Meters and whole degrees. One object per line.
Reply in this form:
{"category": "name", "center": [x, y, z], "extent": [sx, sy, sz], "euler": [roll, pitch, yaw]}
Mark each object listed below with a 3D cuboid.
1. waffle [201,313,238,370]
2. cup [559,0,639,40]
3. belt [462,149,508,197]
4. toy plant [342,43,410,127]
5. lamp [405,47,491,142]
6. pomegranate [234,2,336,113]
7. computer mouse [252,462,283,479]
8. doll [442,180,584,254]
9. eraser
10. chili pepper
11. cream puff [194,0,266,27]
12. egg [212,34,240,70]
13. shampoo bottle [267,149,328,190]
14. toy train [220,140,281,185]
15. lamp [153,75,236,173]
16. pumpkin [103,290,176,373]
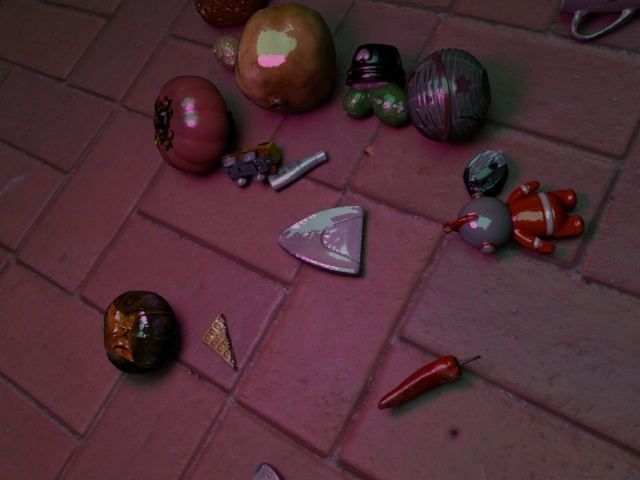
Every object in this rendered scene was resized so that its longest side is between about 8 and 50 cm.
{"category": "waffle", "center": [-0.258, 0.281, 1.568], "extent": [0.153, 0.023, 0.097], "euler": [34, 82, 29]}
{"category": "cup", "center": [0.799, -0.685, 1.572], "extent": [0.234, 0.186, 0.258], "euler": [13, 101, 15]}
{"category": "belt", "center": [0.443, -0.175, 1.515], "extent": [0.105, 0.058, 0.140], "euler": [30, 83, 33]}
{"category": "toy plant", "center": [0.171, -0.454, 1.679], "extent": [0.218, 0.175, 0.235], "euler": [5, 97, 28]}
{"category": "lamp", "center": [0.344, -0.393, 1.550], "extent": [0.233, 0.233, 0.265], "euler": [-9, 83, 15]}
{"category": "pomegranate", "center": [-0.102, -0.542, 1.715], "extent": [0.332, 0.332, 0.332], "euler": [-7, 65, 16]}
{"category": "computer mouse", "center": [-0.123, 0.591, 1.378], "extent": [0.066, 0.039, 0.096], "euler": [-45, 54, -5]}
{"category": "doll", "center": [0.478, -0.049, 1.428], "extent": [0.336, 0.105, 0.199], "euler": [-8, 66, 7]}
{"category": "eraser", "center": [0.000, 0.000, 1.584], "extent": [0.243, 0.059, 0.204], "euler": [0, 68, 15]}
{"category": "chili pepper", "center": [0.256, 0.331, 1.346], "extent": [0.272, 0.071, 0.063], "euler": [-29, 57, 7]}
{"category": "cream puff", "center": [-0.328, -0.925, 2.018], "extent": [0.303, 0.212, 0.303], "euler": [-9, 60, 15]}
{"category": "egg", "center": [-0.309, -0.645, 1.943], "extent": [0.118, 0.116, 0.140], "euler": [-33, 55, -24]}
{"category": "shampoo bottle", "center": [-0.069, -0.219, 1.714], "extent": [0.191, 0.041, 0.069], "euler": [-27, 49, 5]}
{"category": "toy train", "center": [-0.212, -0.242, 1.737], "extent": [0.219, 0.089, 0.127], "euler": [-6, 34, 33]}
{"category": "lamp", "center": [-0.390, -0.363, 1.773], "extent": [0.305, 0.240, 0.305], "euler": [14, 107, 52]}
{"category": "pumpkin", "center": [-0.503, 0.255, 1.584], "extent": [0.238, 0.159, 0.238], "euler": [-4, 82, 32]}
